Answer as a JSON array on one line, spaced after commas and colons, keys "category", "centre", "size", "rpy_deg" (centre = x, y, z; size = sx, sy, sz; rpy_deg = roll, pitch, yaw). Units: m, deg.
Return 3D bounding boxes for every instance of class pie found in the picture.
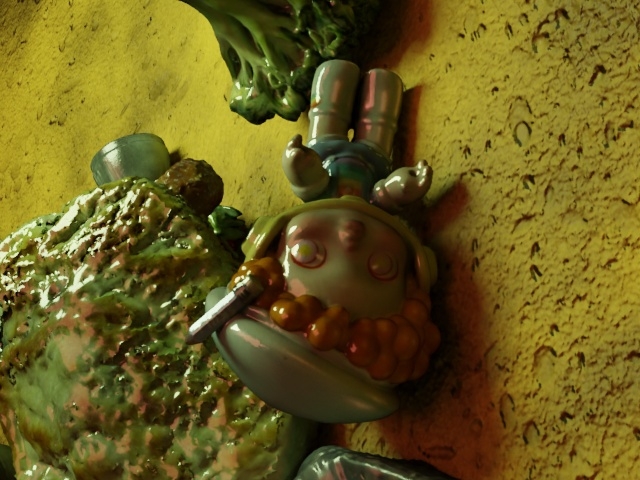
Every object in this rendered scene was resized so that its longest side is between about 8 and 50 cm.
[{"category": "pie", "centre": [-0.211, 0.145, 1.336], "size": [0.395, 0.180, 0.418], "rpy_deg": [-31, 66, 14]}]

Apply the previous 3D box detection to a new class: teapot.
[{"category": "teapot", "centre": [-0.266, -0.071, 1.664], "size": [0.149, 0.111, 0.108], "rpy_deg": [-39, 64, 35]}]

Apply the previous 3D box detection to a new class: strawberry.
[{"category": "strawberry", "centre": [-0.163, 0.029, 1.497], "size": [0.140, 0.085, 0.192], "rpy_deg": [2, 77, 31]}]

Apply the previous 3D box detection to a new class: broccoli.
[{"category": "broccoli", "centre": [-0.063, -0.288, 1.326], "size": [0.248, 0.246, 0.288], "rpy_deg": [0, 74, 64]}]

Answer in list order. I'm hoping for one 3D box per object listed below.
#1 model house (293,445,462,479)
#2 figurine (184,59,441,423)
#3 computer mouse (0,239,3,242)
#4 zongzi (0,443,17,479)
[{"category": "model house", "centre": [-0.034, 0.297, 1.065], "size": [0.271, 0.301, 0.190], "rpy_deg": [9, 94, 55]}, {"category": "figurine", "centre": [0.030, 0.006, 1.210], "size": [0.382, 0.224, 0.205], "rpy_deg": [-66, 5, -27]}, {"category": "computer mouse", "centre": [-0.648, 0.089, 2.117], "size": [0.429, 0.145, 0.228], "rpy_deg": [9, 84, 55]}, {"category": "zongzi", "centre": [-0.505, 0.406, 1.484], "size": [0.181, 0.447, 0.418], "rpy_deg": [30, 80, 24]}]
